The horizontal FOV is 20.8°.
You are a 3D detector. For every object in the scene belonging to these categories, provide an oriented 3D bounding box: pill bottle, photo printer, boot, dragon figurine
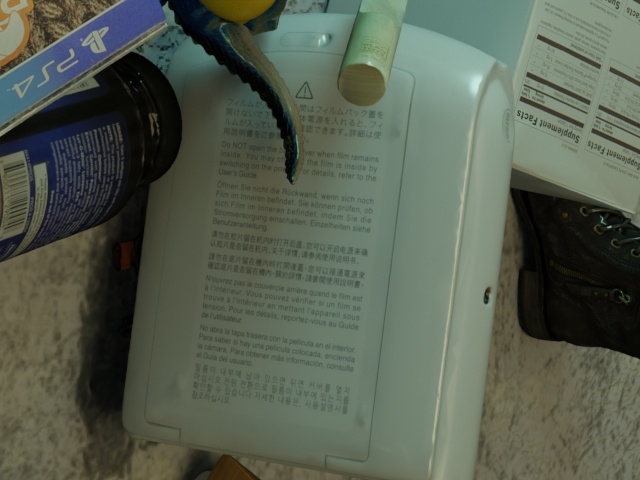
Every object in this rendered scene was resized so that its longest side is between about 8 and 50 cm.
[{"bbox_3d":[-0.187,-0.055,1.074,0.219,0.122,0.123,-24,118,-54],"label":"pill bottle"},{"bbox_3d":[0.000,0.000,1.190,0.107,0.256,0.308,7,89,-66],"label":"photo printer"},{"bbox_3d":[0.281,0.006,1.500,0.091,0.229,0.263,-22,116,-40],"label":"boot"},{"bbox_3d":[-0.097,-0.170,1.116,0.144,0.085,0.289,-13,99,-2],"label":"dragon figurine"}]

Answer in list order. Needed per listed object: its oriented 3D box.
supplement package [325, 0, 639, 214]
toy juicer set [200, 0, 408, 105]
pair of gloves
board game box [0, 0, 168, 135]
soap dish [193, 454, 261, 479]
[{"bbox_3d":[0.147,-0.181,1.334,0.198,0.199,0.263,16,89,-47],"label":"supplement package"},{"bbox_3d":[-0.016,-0.195,0.980,0.329,0.089,0.209,36,33,-37],"label":"toy juicer set"},{"bbox_3d":[-0.119,0.032,1.259,0.074,0.010,0.083,-16,110,-44],"label":"pair of gloves"},{"bbox_3d":[-0.239,-0.220,0.894,0.141,0.232,0.291,-36,125,-19],"label":"board game box"},{"bbox_3d":[-0.065,0.342,1.321,0.229,0.118,0.291,46,67,-42],"label":"soap dish"}]
